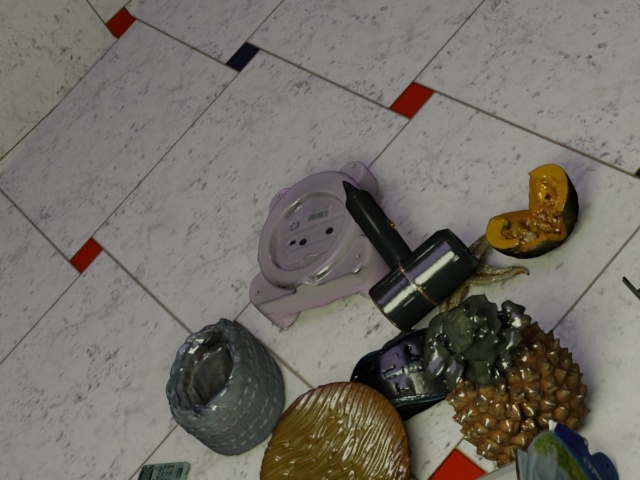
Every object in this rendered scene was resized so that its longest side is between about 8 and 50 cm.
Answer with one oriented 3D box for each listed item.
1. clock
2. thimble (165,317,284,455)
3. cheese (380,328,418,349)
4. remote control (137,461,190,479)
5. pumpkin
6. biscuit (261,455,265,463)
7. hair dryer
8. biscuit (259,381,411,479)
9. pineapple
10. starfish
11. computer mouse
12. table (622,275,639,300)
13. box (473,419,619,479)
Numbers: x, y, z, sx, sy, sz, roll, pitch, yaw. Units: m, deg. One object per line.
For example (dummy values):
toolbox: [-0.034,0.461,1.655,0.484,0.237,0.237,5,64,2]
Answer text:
clock: [0.000,0.000,2.271,0.296,0.113,0.322,-21,43,26]
thimble: [-0.182,0.279,2.136,0.205,0.172,0.236,-8,50,32]
cheese: [0.124,0.231,2.023,0.162,0.036,0.086,-35,46,11]
remote control: [-0.311,0.465,2.199,0.125,0.018,0.053,-10,49,34]
pumpkin: [0.389,-0.036,1.977,0.183,0.108,0.119,-46,37,6]
biscuit: [0.001,0.405,1.962,0.147,0.046,0.250,-51,43,-2]
hair dryer: [0.134,-0.015,2.063,0.189,0.107,0.352,-41,52,11]
biscuit: [0.018,0.390,1.880,0.318,0.040,0.317,-20,57,33]
pineapple: [0.261,0.190,1.695,0.223,0.357,0.222,-20,46,22]
starfish: [0.276,0.069,2.028,0.247,0.050,0.138,-44,41,5]
computer mouse: [0.146,0.234,1.930,0.233,0.096,0.137,-29,69,18]
table: [0.588,0.077,1.740,0.146,0.062,0.175,-41,72,4]
box: [0.294,0.407,1.606,0.206,0.262,0.291,-29,3,33]
